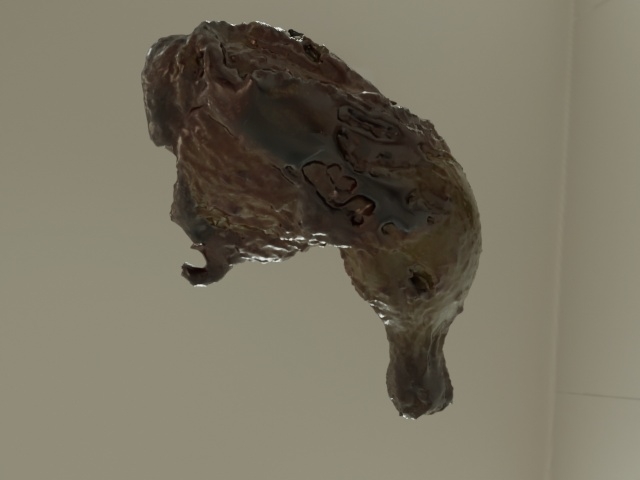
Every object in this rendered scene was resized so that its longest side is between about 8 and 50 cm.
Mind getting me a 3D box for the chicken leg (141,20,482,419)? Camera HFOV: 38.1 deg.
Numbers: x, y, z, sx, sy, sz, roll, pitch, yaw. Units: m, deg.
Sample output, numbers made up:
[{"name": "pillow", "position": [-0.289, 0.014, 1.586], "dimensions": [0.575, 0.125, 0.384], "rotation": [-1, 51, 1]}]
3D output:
[{"name": "chicken leg", "position": [0.010, -0.007, 0.600], "dimensions": [0.322, 0.083, 0.177], "rotation": [34, -71, -22]}]
